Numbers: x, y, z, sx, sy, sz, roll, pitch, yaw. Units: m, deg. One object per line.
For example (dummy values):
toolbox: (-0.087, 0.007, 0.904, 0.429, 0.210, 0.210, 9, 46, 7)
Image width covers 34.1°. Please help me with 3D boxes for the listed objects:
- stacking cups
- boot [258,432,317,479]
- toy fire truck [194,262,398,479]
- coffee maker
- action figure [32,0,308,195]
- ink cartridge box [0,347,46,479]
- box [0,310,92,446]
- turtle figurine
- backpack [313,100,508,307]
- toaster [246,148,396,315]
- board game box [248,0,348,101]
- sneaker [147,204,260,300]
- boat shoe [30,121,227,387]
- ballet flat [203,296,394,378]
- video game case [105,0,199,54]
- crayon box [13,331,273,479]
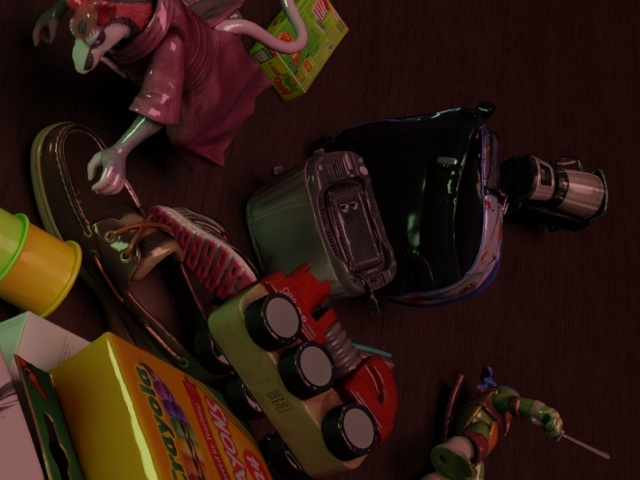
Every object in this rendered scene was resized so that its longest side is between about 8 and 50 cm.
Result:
stacking cups: (-0.378, -0.036, 0.994, 0.316, 0.096, 0.096, 38, 50, -34)
boot: (-0.035, 0.259, 1.294, 0.099, 0.045, 0.121, 25, 84, -43)
toy fire truck: (-0.003, 0.122, 1.181, 0.217, 0.158, 0.246, 55, 41, -6)
coffee maker: (0.403, -0.074, 1.896, 0.178, 0.171, 0.120, 11, 43, -25)
action figure: (-0.154, -0.203, 1.136, 0.248, 0.276, 0.370, 62, 7, 12)
ink cartridge box: (-0.344, 0.180, 0.870, 0.114, 0.197, 0.272, -21, 93, -52)
box: (-0.292, 0.140, 1.021, 0.087, 0.101, 0.102, 34, 50, -36)
turtle figurine: (0.270, 0.330, 1.532, 0.266, 0.198, 0.274, -24, 91, -47)
backpack: (0.144, -0.036, 1.499, 0.213, 0.276, 0.263, 31, 56, -55)
toaster: (0.000, 0.000, 1.380, 0.129, 0.146, 0.227, -17, 88, -50)
board game box: (-0.030, -0.295, 1.540, 0.092, 0.043, 0.181, 52, 43, -22)
sneaker: (-0.130, 0.010, 1.250, 0.170, 0.063, 0.075, 35, 26, 16)
boat shoe: (-0.201, 0.017, 1.157, 0.123, 0.123, 0.342, -29, 98, -50)
ballet flat: (-0.036, 0.158, 1.334, 0.316, 0.107, 0.106, 22, 80, -37)
video game case: (-0.217, -0.330, 1.349, 0.227, 0.026, 0.206, -1, 77, -49)
crayon box: (-0.142, 0.216, 0.988, 0.318, 0.081, 0.202, 43, 16, -57)
